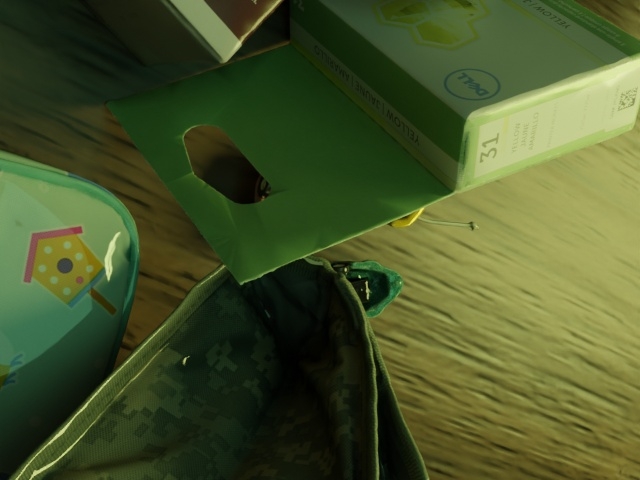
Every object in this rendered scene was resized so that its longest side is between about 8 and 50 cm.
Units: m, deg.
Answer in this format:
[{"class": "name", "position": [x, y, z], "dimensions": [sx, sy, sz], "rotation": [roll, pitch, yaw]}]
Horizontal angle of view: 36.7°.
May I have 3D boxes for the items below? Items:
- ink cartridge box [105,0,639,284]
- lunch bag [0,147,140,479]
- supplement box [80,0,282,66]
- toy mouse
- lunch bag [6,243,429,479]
[{"class": "ink cartridge box", "position": [0.025, -0.085, 0.505], "dimensions": [0.235, 0.171, 0.056], "rotation": [-20, 135, -23]}, {"class": "lunch bag", "position": [-0.219, 0.070, 0.442], "dimensions": [0.224, 0.108, 0.279], "rotation": [16, 91, -27]}, {"class": "supplement box", "position": [-0.015, -0.196, 0.489], "dimensions": [0.239, 0.130, 0.073], "rotation": [-49, 115, -10]}, {"class": "toy mouse", "position": [0.000, 0.000, 0.583], "dimensions": [0.161, 0.031, 0.143], "rotation": [40, 80, -26]}, {"class": "lunch bag", "position": [-0.046, 0.171, 0.430], "dimensions": [0.287, 0.169, 0.235], "rotation": [-65, 167, -46]}]
